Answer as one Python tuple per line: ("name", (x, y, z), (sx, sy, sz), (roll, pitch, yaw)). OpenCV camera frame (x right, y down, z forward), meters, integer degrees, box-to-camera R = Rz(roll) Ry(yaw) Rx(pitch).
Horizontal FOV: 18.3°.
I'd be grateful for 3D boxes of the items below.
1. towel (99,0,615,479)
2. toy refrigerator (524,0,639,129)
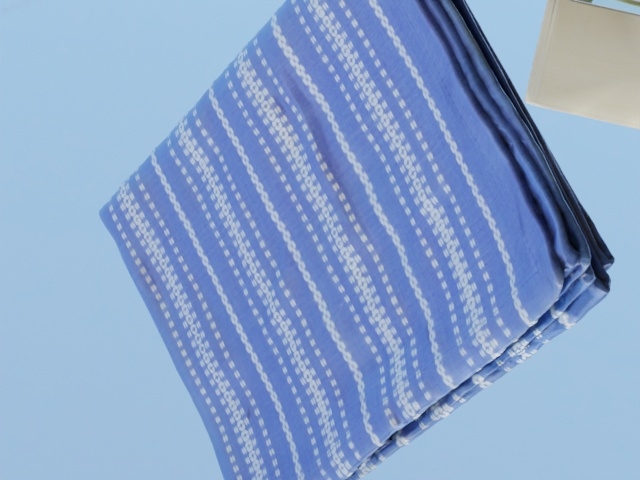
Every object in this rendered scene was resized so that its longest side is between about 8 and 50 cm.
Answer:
("towel", (0.000, 0.000, 1.086), (0.040, 0.336, 0.243), (-12, -113, -42))
("toy refrigerator", (0.233, -0.164, 1.601), (0.102, 0.094, 0.269), (14, -165, 8))
